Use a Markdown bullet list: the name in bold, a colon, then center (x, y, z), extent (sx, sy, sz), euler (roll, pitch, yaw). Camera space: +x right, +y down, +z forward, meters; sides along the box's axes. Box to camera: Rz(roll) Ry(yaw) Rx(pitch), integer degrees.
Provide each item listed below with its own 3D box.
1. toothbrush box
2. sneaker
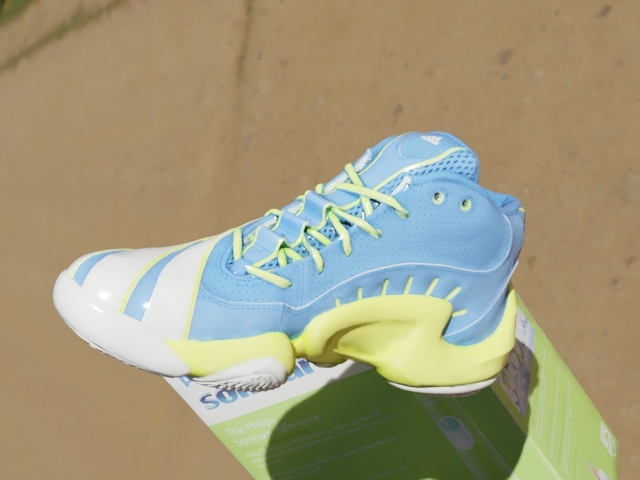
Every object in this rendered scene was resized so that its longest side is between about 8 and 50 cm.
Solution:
- **toothbrush box**: center (0.059, 0.121, 0.854), extent (0.206, 0.283, 0.122), euler (-24, 28, 29)
- **sneaker**: center (0.000, 0.000, 0.542), extent (0.091, 0.240, 0.126), euler (32, 109, 50)
